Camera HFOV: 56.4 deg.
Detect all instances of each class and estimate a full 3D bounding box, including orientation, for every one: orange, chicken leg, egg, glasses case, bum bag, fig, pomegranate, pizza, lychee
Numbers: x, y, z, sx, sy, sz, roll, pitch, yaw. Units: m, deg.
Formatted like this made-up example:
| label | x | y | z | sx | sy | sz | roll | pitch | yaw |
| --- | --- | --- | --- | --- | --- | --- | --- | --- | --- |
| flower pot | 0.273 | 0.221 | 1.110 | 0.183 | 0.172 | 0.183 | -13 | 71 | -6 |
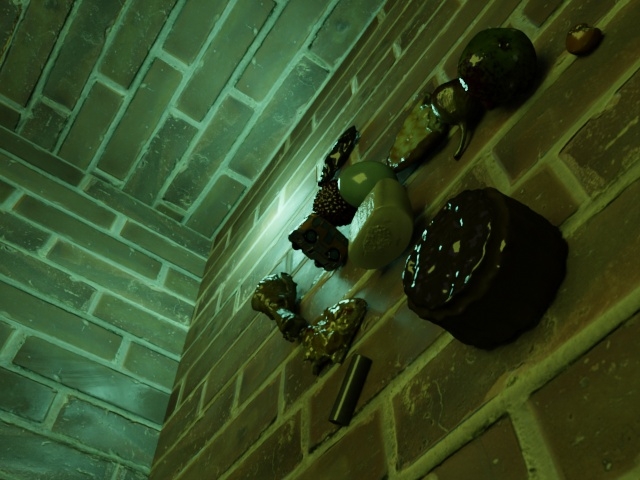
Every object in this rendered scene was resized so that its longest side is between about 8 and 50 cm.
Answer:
| label | x | y | z | sx | sy | sz | roll | pitch | yaw |
| --- | --- | --- | --- | --- | --- | --- | --- | --- | --- |
| orange | 0.632 | -0.491 | 1.451 | 0.086 | 0.062 | 0.086 | -53 | 19 | 27 |
| chicken leg | -0.144 | 0.249 | 2.214 | 0.429 | 0.202 | 0.152 | -134 | 46 | -65 |
| egg | 0.160 | -0.185 | 2.010 | 0.231 | 0.168 | 0.168 | 7 | 66 | 46 |
| glasses case | 0.076 | 0.395 | 1.587 | 0.190 | 0.042 | 0.072 | -67 | 12 | -20 |
| bum bag | 0.073 | -0.385 | 2.695 | 0.326 | 0.080 | 0.142 | -61 | 15 | -2 |
| fig | 0.408 | -0.359 | 1.766 | 0.149 | 0.149 | 0.245 | -31 | 55 | 55 |
| pomegranate | 0.475 | -0.454 | 1.640 | 0.247 | 0.214 | 0.214 | 86 | -159 | -60 |
| pizza | 0.017 | 0.288 | 1.830 | 0.323 | 0.089 | 0.223 | -39 | 24 | 47 |
| lychee | 0.074 | -0.130 | 2.178 | 0.188 | 0.188 | 0.188 | -50 | 21 | 27 |

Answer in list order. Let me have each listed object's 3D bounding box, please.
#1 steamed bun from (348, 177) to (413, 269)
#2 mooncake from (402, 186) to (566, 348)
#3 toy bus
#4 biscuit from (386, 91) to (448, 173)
| label | x | y | z | sx | sy | sz | roll | pitch | yaw |
| --- | --- | --- | --- | --- | --- | --- | --- | --- | --- |
| steamed bun | 0.186 | -0.044 | 1.780 | 0.250 | 0.155 | 0.200 | -56 | 15 | 31 |
| mooncake | 0.324 | 0.049 | 1.243 | 0.324 | 0.187 | 0.324 | -51 | 22 | 30 |
| toy bus | 0.000 | 0.000 | 2.121 | 0.136 | 0.209 | 0.126 | -58 | 14 | -29 |
| biscuit | 0.338 | -0.377 | 2.020 | 0.329 | 0.078 | 0.335 | -26 | 37 | 63 |
